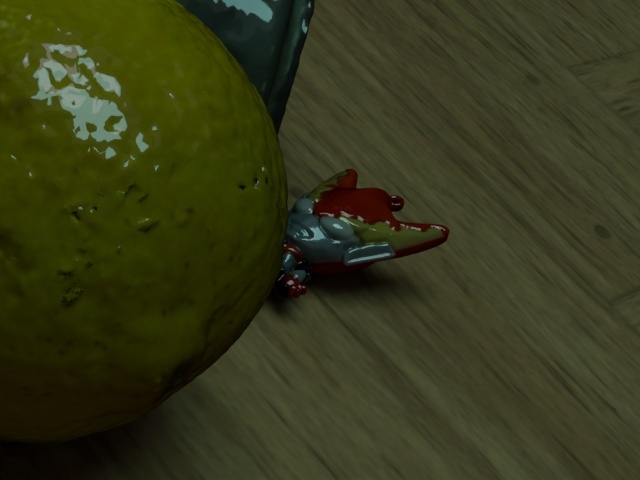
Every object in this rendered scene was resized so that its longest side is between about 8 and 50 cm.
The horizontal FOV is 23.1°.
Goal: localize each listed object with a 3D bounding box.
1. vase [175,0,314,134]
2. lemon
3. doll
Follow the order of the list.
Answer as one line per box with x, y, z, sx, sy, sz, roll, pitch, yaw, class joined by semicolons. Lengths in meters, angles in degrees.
-0.160;-0.161;1.075;0.291;0.245;0.245;17;37;-10;vase
-0.155;-0.025;0.876;0.293;0.293;0.293;18;37;-15;lemon
0.000;0.000;1.136;0.169;0.057;0.109;-29;47;-34;doll
